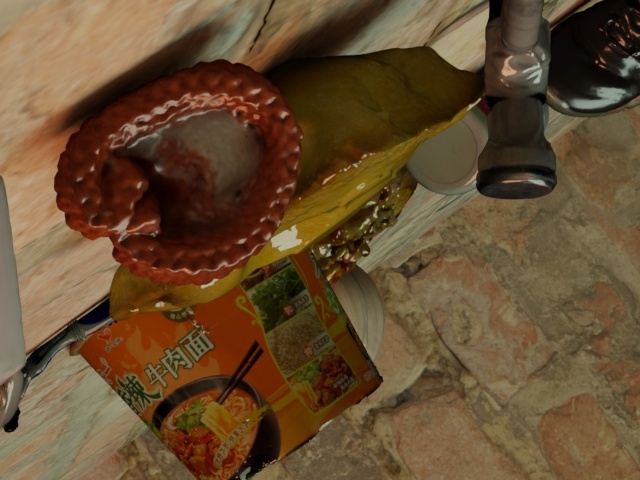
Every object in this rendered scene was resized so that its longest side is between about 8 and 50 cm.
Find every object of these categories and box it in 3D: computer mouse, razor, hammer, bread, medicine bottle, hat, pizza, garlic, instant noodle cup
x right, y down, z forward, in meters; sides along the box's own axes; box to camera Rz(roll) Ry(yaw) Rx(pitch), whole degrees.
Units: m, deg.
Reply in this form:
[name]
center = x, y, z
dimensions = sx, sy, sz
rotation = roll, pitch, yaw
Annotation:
[computer mouse]
center = -0.247, 0.124, 1.027
dimensions = 0.096, 0.039, 0.066
rotation = -41, 173, 37
[razor]
center = -0.190, 0.081, 1.077
dimensions = 0.155, 0.044, 0.028
rotation = -40, 130, 2
[hammer]
center = 0.092, -0.131, 0.603
dimensions = 0.044, 0.152, 0.427
rotation = 1, 171, 5
[bread]
center = -0.027, -0.037, 0.816
dimensions = 0.233, 0.088, 0.161
rotation = -37, 171, 32
[medicine bottle]
center = 0.155, -0.105, 1.346
dimensions = 0.090, 0.090, 0.217
rotation = -39, 174, 29
[hat]
center = -0.074, -0.029, 0.674
dimensions = 0.112, 0.093, 0.162
rotation = -25, -170, -14
[pizza]
center = 0.000, 0.000, 1.396
dimensions = 0.288, 0.074, 0.251
rotation = -36, 173, -30
[garlic]
center = -0.001, 0.090, 1.583
dimensions = 0.143, 0.178, 0.229
rotation = -42, 177, 27
[instant noodle cup]
center = -0.069, 0.098, 1.195
dimensions = 0.230, 0.182, 0.230
rotation = -35, 175, -4

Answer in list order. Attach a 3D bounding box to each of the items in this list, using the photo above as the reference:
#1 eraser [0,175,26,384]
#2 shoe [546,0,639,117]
[eraser]
center = -0.241, 0.077, 0.408
dimensions = 0.213, 0.082, 0.397
rotation = -37, 175, 17
[shoe]
center = 0.333, -0.220, 1.354
dimensions = 0.291, 0.114, 0.137
rotation = -39, 180, -2
